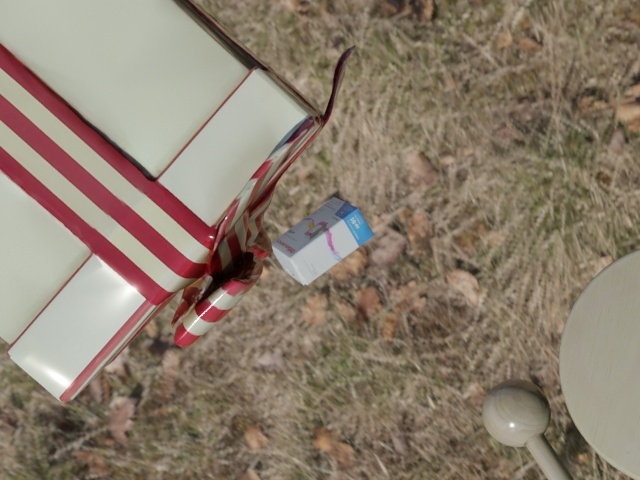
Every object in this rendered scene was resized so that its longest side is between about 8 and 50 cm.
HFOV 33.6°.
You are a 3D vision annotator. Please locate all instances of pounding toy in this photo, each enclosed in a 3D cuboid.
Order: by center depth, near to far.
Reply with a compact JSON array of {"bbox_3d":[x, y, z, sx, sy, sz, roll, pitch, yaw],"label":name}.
[{"bbox_3d":[0.261,0.116,0.812,0.237,0.110,0.183,-43,69,8],"label":"pounding toy"}]

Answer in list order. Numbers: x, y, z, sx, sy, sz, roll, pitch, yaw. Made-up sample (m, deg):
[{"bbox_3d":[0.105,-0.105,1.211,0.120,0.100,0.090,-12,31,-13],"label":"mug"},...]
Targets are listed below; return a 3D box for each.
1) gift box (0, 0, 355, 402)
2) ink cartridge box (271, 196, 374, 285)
[{"bbox_3d":[-0.127,-0.073,0.691,0.258,0.255,0.276,43,102,-4],"label":"gift box"},{"bbox_3d":[0.000,0.000,1.491,0.122,0.052,0.088,-37,24,-11],"label":"ink cartridge box"}]
